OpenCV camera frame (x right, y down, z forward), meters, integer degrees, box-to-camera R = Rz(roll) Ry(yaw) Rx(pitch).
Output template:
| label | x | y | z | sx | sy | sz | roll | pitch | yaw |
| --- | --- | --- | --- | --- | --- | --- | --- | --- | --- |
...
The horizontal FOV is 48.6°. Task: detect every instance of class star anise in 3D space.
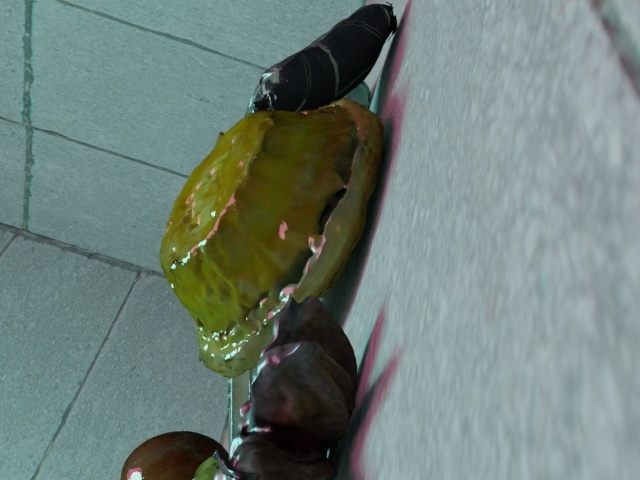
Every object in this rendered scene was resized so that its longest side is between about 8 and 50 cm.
| label | x | y | z | sx | sy | sz | roll | pitch | yaw |
| --- | --- | --- | --- | --- | --- | --- | --- | --- | --- |
| star anise | -0.035 | 0.162 | 0.532 | 0.236 | 0.093 | 0.229 | 115 | 172 | -48 |

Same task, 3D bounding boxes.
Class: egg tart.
| label | x | y | z | sx | sy | sz | roll | pitch | yaw |
| --- | --- | --- | --- | --- | --- | --- | --- | --- | --- |
| egg tart | -0.077 | -0.026 | 0.870 | 0.388 | 0.169 | 0.388 | -46 | 25 | 29 |

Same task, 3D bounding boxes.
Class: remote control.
| label | x | y | z | sx | sy | sz | roll | pitch | yaw |
| --- | --- | --- | --- | --- | --- | --- | --- | --- | --- |
| remote control | -0.155 | 0.241 | 1.362 | 0.145 | 0.050 | 0.344 | 109 | 160 | -65 |

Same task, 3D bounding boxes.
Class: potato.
| label | x | y | z | sx | sy | sz | roll | pitch | yaw |
| --- | --- | --- | --- | --- | --- | --- | --- | --- | --- |
| potato | -0.183 | 0.445 | 1.198 | 0.225 | 0.090 | 0.117 | -64 | -36 | -81 |

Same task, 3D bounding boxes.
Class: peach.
| label | x | y | z | sx | sy | sz | roll | pitch | yaw |
| --- | --- | --- | --- | --- | --- | --- | --- | --- | --- |
| peach | -0.290 | 0.513 | 1.462 | 0.252 | 0.252 | 0.253 | -162 | 90 | -86 |

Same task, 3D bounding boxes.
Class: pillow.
| label | x | y | z | sx | sy | sz | roll | pitch | yaw |
| --- | --- | --- | --- | --- | --- | --- | --- | --- | --- |
| pillow | 0.000 | -0.250 | 1.061 | 0.335 | 0.092 | 0.161 | -42 | 1 | -34 |

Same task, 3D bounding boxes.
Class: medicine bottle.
| label | x | y | z | sx | sy | sz | roll | pitch | yaw |
| --- | --- | --- | --- | --- | --- | --- | --- | --- | --- |
| medicine bottle | 0.040 | -0.227 | 1.289 | 0.218 | 0.073 | 0.074 | 124 | 164 | -81 |

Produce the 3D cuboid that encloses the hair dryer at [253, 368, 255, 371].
| label | x | y | z | sx | sy | sz | roll | pitch | yaw |
| --- | --- | --- | --- | --- | --- | --- | --- | --- | --- |
| hair dryer | -0.113 | 0.244 | 1.519 | 0.124 | 0.063 | 0.038 | -45 | -20 | -51 |
